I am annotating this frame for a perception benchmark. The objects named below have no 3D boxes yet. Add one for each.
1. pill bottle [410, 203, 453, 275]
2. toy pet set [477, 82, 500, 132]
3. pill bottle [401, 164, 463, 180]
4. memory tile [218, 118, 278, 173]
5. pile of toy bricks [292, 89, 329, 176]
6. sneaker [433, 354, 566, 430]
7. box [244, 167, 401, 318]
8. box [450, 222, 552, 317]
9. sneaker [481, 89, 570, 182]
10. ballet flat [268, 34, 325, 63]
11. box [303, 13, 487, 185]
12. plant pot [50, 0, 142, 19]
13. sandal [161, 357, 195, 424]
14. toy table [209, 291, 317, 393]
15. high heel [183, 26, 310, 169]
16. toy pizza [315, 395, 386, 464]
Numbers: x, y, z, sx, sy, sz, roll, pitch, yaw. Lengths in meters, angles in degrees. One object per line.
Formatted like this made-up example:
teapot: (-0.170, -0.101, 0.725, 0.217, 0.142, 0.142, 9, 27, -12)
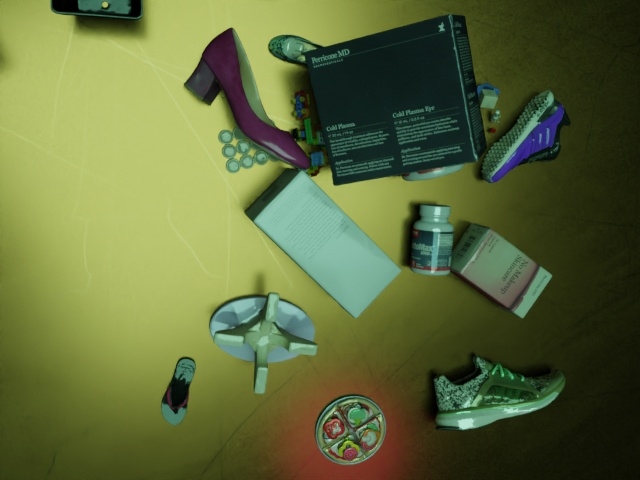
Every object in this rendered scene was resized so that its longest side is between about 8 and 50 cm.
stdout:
pill bottle: (0.296, -0.004, 1.768, 0.108, 0.108, 0.180, 2, 97, -12)
toy pet set: (0.421, -0.356, 1.778, 0.122, 0.065, 0.114, 6, 132, -10)
pill bottle: (0.257, -0.304, 1.686, 0.161, 0.161, 0.283, -15, 102, -9)
memory tile: (-0.176, -0.239, 1.681, 0.148, 0.012, 0.113, -16, 101, -9)
pile of toy bricks: (0.002, -0.272, 1.680, 0.105, 0.118, 0.212, -4, 88, -51)
sneaker: (0.495, 0.400, 1.865, 0.410, 0.158, 0.182, -13, 83, -15)
box: (0.000, 0.000, 1.649, 0.168, 0.215, 0.345, -46, 105, -3)
box: (0.478, 0.080, 1.809, 0.232, 0.127, 0.148, 34, 90, -14)
sneaker: (0.567, -0.248, 1.791, 0.146, 0.102, 0.293, 40, 89, -15)
ballet flat: (-0.033, -0.468, 1.650, 0.188, 0.070, 0.070, 10, 96, -13)
box: (0.177, -0.317, 1.523, 0.343, 0.179, 0.312, -7, 105, 23)
plant pot: (-0.487, -0.580, 1.483, 0.187, 0.167, 0.188, 0, 98, -12)
sandal: (-0.367, 0.392, 1.720, 0.067, 0.040, 0.179, 14, 95, -14)
toy table: (-0.140, 0.240, 1.686, 0.274, 0.161, 0.252, -4, 99, -11)
high heel: (-0.139, -0.333, 1.573, 0.377, 0.127, 0.181, 39, 98, 4)
toy pizza: (0.087, 0.529, 1.842, 0.201, 0.032, 0.201, -2, 99, -12)
